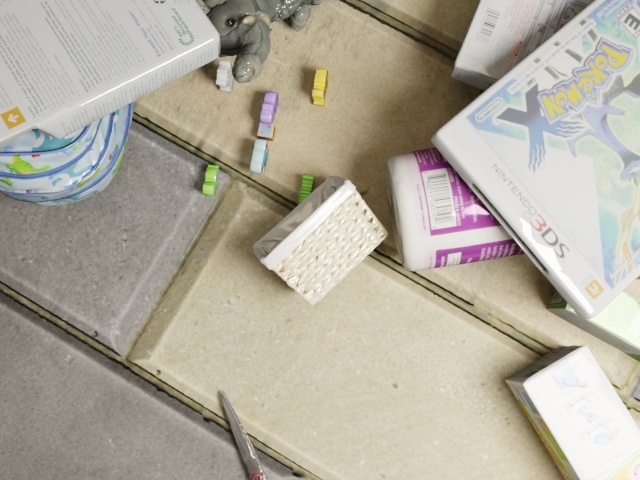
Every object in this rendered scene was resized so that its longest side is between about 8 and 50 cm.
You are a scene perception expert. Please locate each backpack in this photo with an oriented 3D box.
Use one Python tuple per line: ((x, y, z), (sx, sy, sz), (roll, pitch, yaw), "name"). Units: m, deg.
((-0.403, -0.228, 1.037), (0.290, 0.273, 0.355), (2, 95, -12), "backpack")

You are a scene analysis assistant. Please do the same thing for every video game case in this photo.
((0.356, -0.118, 0.914), (0.329, 0.036, 0.300), (-40, 89, -10), "video game case")
((0.344, -0.310, 1.001), (0.244, 0.061, 0.269), (22, 85, 6), "video game case")

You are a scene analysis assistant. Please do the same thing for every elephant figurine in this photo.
((-0.118, -0.335, 1.045), (0.169, 0.186, 0.239), (45, 68, -13), "elephant figurine")

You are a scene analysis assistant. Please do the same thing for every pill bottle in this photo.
((0.251, -0.061, 1.007), (0.302, 0.169, 0.169), (-9, 83, 1), "pill bottle")

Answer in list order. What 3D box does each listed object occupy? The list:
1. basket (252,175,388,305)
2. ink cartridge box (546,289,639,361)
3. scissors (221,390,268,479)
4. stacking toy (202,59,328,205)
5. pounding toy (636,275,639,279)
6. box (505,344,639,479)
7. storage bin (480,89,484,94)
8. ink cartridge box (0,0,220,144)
((0.000, 0.000, 1.032), (0.167, 0.113, 0.103), (-42, 105, -3), "basket")
((0.434, 0.122, 1.004), (0.209, 0.109, 0.062), (30, 86, 6), "ink cartridge box")
((-0.075, 0.361, 1.049), (0.109, 0.021, 0.297), (-10, 82, 4), "scissors")
((-0.084, -0.163, 1.095), (0.167, 0.052, 0.221), (8, 84, 4), "stacking toy")
((0.543, -0.002, 1.021), (0.206, 0.094, 0.181), (-29, 83, -1), "pounding toy")
((0.361, 0.257, 0.988), (0.103, 0.114, 0.203), (-30, 81, -2), "box")
((0.336, -0.266, 1.069), (0.122, 0.084, 0.180), (34, 85, 7), "storage bin")
((-0.351, -0.301, 0.919), (0.330, 0.071, 0.324), (-31, 81, -15), "ink cartridge box")
